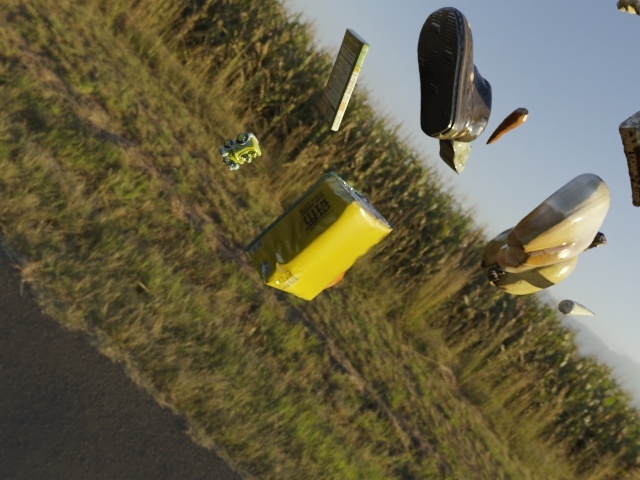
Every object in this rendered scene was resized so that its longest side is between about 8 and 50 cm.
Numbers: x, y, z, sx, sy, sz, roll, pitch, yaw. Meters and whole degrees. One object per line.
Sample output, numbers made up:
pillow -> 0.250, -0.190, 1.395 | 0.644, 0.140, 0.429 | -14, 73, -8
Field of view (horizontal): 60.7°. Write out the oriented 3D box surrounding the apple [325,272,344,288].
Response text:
apple -> -0.019, 0.043, 1.660 | 0.218, 0.218, 0.201 | 35, 28, -53

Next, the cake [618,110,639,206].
cake -> 0.827, -0.208, 1.330 | 0.112, 0.135, 0.246 | 18, -37, 54

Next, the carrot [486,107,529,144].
carrot -> 0.569, -0.347, 1.689 | 0.048, 0.048, 0.216 | 48, -22, 2

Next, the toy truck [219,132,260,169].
toy truck -> -0.221, -0.240, 1.504 | 0.076, 0.111, 0.076 | 67, 9, 20

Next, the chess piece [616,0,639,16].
chess piece -> 0.909, -0.679, 1.576 | 0.060, 0.060, 0.172 | 44, 20, -21

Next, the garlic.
garlic -> 0.456, -0.030, 1.023 | 0.110, 0.228, 0.217 | 49, -13, 24

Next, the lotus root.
lotus root -> 0.581, 0.031, 1.436 | 0.183, 0.310, 0.182 | 49, 27, -36

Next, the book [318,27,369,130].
book -> 0.065, -0.489, 1.653 | 0.027, 0.264, 0.202 | 12, 28, -19

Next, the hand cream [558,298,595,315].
hand cream -> 0.659, 0.173, 1.406 | 0.143, 0.039, 0.061 | 7, 22, -46

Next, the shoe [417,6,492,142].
shoe -> 0.416, -0.492, 1.659 | 0.171, 0.383, 0.237 | 1, 3, 44

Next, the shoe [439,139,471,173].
shoe -> 0.519, -0.339, 2.070 | 0.103, 0.098, 0.275 | 54, 1, 20

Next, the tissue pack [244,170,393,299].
tissue pack -> 0.000, 0.000, 1.206 | 0.192, 0.271, 0.134 | 26, 26, -53
